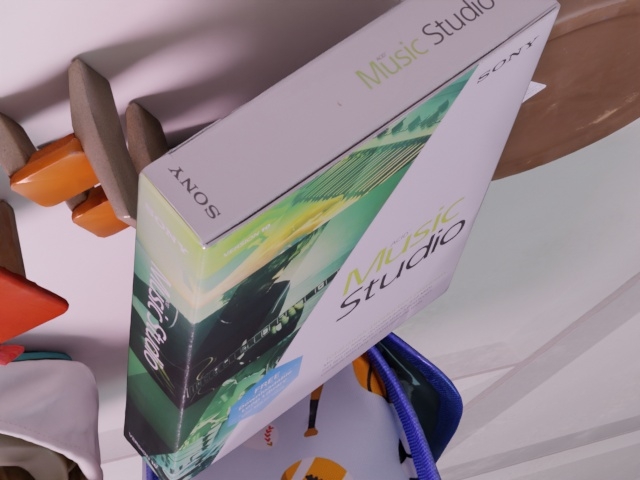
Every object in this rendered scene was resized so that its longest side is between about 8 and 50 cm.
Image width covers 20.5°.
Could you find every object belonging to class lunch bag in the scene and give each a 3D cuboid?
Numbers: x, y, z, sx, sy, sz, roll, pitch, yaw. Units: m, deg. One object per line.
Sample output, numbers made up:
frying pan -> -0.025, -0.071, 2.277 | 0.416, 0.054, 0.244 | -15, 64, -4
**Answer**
lunch bag -> -0.018, 0.209, 1.245 | 0.239, 0.385, 0.328 | -14, 160, -11

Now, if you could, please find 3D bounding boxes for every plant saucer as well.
plant saucer -> 0.142, -0.105, 1.105 | 0.278, 0.041, 0.278 | -20, 162, -7

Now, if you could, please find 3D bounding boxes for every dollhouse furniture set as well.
dollhouse furniture set -> -0.211, 0.024, 0.896 | 0.262, 0.135, 0.259 | -26, 162, 9

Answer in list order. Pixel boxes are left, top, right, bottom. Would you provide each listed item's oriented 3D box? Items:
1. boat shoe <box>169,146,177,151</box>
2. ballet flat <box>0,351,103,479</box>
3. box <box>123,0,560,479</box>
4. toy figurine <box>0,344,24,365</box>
boat shoe -> -0.048, -0.045, 1.049 | 0.142, 0.049, 0.040 | -13, 178, -22
ballet flat -> -0.277, 0.139, 1.154 | 0.139, 0.139, 0.400 | -32, 159, 27
box -> 0.000, 0.000, 0.974 | 0.232, 0.058, 0.322 | -35, 160, -22
toy figurine -> -0.281, -0.067, 0.589 | 0.362, 0.217, 0.191 | 17, -152, 37
